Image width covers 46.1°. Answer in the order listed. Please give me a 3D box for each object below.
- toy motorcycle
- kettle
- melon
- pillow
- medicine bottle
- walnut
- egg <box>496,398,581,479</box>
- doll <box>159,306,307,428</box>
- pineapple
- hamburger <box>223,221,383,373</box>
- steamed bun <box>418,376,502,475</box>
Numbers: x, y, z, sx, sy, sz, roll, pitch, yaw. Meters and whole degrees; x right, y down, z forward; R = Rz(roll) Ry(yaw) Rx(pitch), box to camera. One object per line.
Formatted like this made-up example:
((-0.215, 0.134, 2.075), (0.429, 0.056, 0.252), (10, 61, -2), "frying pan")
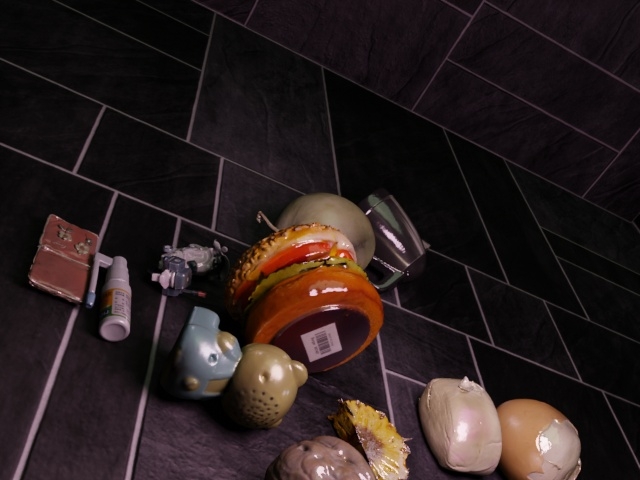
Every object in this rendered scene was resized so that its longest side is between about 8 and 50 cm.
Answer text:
((-0.297, 0.059, 1.743), (0.150, 0.102, 0.221), (17, 22, 14), "toy motorcycle")
((0.197, 0.010, 2.213), (0.271, 0.207, 0.251), (48, 24, 10), "kettle")
((0.010, -0.001, 1.977), (0.272, 0.271, 0.308), (42, 38, 16), "melon")
((-0.536, 0.040, 1.577), (0.126, 0.043, 0.232), (24, 29, -23), "pillow")
((-0.435, 0.108, 1.548), (0.092, 0.061, 0.220), (25, 28, -27), "medicine bottle")
((0.004, 0.450, 1.325), (0.224, 0.224, 0.224), (25, 29, -15), "walnut")
((0.502, 0.481, 1.780), (0.201, 0.201, 0.244), (11, 21, -35), "egg")
((-0.168, 0.262, 1.465), (0.261, 0.177, 0.161), (25, 25, -10), "doll")
((0.121, 0.439, 1.592), (0.135, 0.079, 0.233), (-2, 49, -35), "pineapple")
((-0.042, 0.126, 1.657), (0.330, 0.330, 0.250), (11, 39, -35), "hamburger")
((0.334, 0.417, 1.748), (0.170, 0.152, 0.238), (13, 30, -21), "steamed bun")
